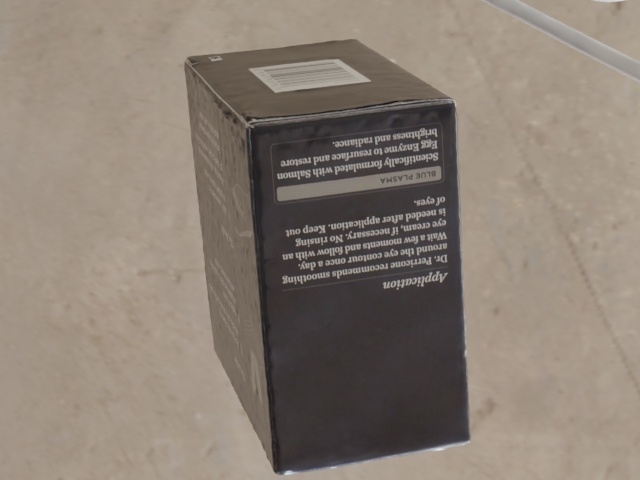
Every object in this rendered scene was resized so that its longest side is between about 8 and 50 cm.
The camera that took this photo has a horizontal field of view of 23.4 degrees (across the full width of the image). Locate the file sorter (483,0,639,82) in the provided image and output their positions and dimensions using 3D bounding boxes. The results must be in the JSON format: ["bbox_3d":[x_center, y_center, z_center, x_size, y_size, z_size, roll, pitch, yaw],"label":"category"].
[{"bbox_3d":[0.061,-0.197,0.475,0.193,0.173,0.278,-55,138,2],"label":"file sorter"}]

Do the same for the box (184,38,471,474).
[{"bbox_3d":[0.000,0.000,0.708,0.093,0.156,0.158,-8,108,-12],"label":"box"}]
